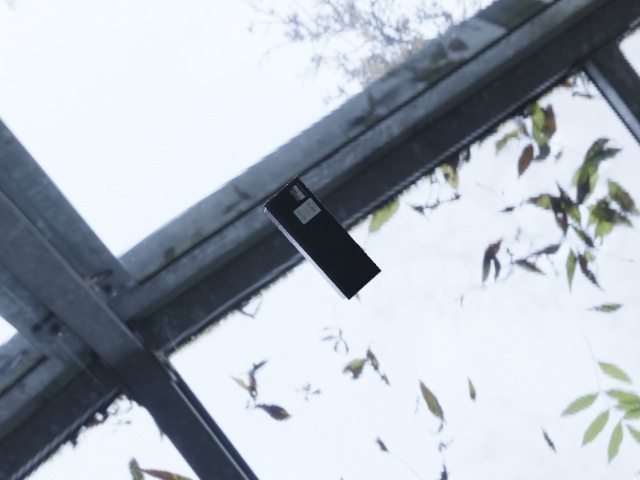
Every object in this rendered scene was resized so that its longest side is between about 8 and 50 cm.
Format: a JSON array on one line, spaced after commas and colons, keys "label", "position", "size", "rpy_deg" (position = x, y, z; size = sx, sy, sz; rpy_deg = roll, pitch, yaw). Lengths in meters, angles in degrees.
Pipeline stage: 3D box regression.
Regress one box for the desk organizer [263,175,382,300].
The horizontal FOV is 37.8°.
[{"label": "desk organizer", "position": [0.000, 0.000, 0.969], "size": [0.047, 0.050, 0.130], "rpy_deg": [-42, -90, -8]}]
